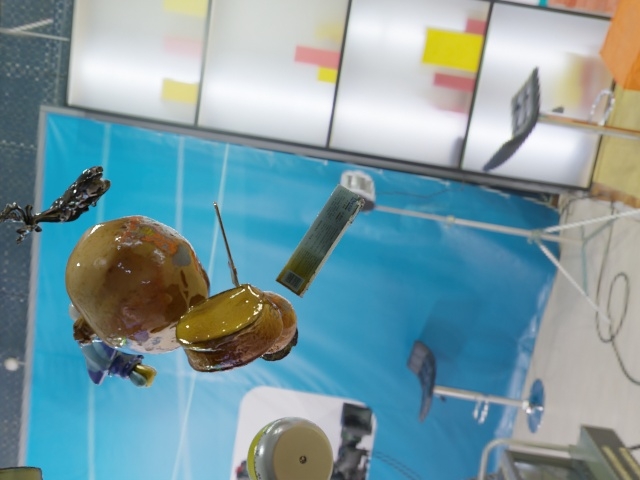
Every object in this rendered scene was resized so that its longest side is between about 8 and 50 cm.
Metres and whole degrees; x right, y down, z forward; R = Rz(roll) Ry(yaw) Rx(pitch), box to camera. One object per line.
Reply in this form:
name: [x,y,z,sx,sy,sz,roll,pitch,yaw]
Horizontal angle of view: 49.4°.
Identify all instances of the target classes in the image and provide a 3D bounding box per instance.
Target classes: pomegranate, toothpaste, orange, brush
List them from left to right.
pomegranate: [-0.515,0.132,1.906,0.411,0.411,0.411,9,-90,-89]
brush: [-0.280,0.014,2.060,0.103,0.013,0.272,-149,44,-69]
orange: [-0.154,0.230,1.952,0.155,0.177,0.177,-8,-73,-78]
toothpaste: [0.000,0.000,1.853,0.313,0.089,0.071,-57,-15,-3]

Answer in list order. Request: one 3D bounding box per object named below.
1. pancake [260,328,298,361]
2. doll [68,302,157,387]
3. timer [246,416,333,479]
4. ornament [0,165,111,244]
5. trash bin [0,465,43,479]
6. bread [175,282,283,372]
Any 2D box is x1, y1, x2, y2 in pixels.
pancake: [-0.162,0.295,2.239,0.021,0.199,0.199,-46,-34,-73]
doll: [-0.702,0.352,2.418,0.365,0.376,0.187,-102,10,-57]
timer: [-0.117,0.687,2.171,0.285,0.285,0.285,9,-90,-89]
ornament: [-0.592,-0.075,1.532,0.202,0.080,0.236,-35,-1,27]
trash bin: [-0.598,0.573,1.257,0.217,0.277,0.262,120,136,-54]
bread: [-0.224,0.223,1.719,0.195,0.270,0.142,-95,-18,-51]
